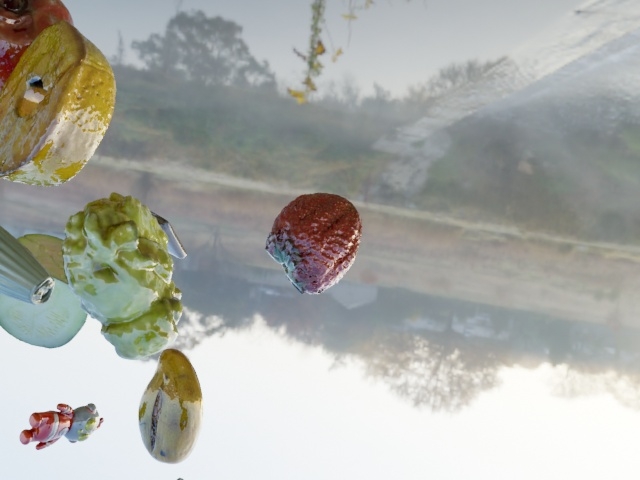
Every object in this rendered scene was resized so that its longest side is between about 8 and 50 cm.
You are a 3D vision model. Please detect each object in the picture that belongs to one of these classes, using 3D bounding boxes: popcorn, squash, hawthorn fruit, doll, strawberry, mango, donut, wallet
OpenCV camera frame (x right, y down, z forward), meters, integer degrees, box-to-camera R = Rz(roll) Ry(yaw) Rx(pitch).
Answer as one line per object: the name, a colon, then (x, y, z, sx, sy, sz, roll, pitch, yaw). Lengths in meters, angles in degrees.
popcorn: (-0.345, 0.053, 1.340, 0.173, 0.286, 0.225, -21, -164, 11)
squash: (-0.690, 0.160, 1.802, 0.233, 0.309, 0.210, 31, -163, -17)
hawthorn fruit: (-0.580, -0.382, 1.421, 0.254, 0.254, 0.300, 9, 155, -28)
doll: (-0.648, 0.473, 1.901, 0.076, 0.142, 0.245, 40, -167, 32)
strawberry: (0.000, 0.000, 2.145, 0.238, 0.288, 0.250, 42, 163, 41)
mango: (-0.364, 0.410, 1.794, 0.177, 0.295, 0.120, 24, -151, 33)
donut: (-0.450, -0.216, 1.246, 0.303, 0.303, 0.110, 9, 166, 47)
wallet: (-0.400, -0.019, 1.850, 0.118, 0.039, 0.153, 26, 157, 28)

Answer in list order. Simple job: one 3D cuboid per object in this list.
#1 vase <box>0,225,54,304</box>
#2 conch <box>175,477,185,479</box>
vase: (-0.645, 0.044, 1.492, 0.248, 0.128, 0.128, 30, -175, 15)
conch: (-0.205, 0.562, 1.503, 0.114, 0.234, 0.137, 2, -160, 29)
